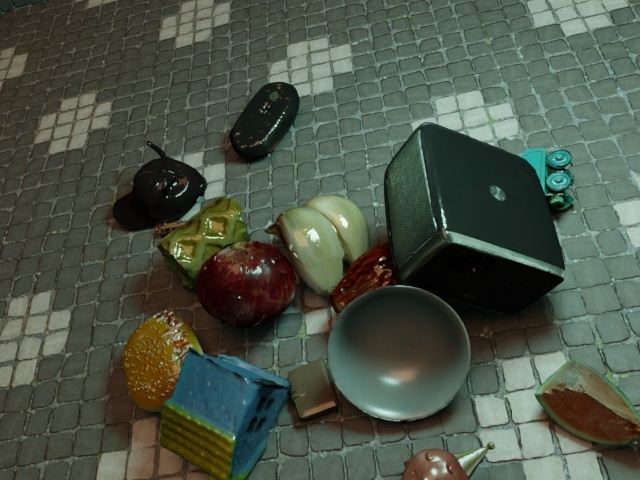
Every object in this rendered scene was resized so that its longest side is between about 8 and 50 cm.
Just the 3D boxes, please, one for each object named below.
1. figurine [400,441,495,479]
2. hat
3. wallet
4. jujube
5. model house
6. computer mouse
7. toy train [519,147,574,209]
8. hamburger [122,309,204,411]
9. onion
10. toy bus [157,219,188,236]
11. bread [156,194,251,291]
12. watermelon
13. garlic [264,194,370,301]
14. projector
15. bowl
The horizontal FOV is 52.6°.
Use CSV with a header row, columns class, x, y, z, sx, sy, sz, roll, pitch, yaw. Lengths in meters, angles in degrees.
class,x,y,z,sx,sy,sz,roll,pitch,yaw
figurine,0.227,0.571,1.430,0.386,0.166,0.207,-35,10,-16
hat,-0.569,-0.189,2.167,0.336,0.209,0.238,-15,50,4
wallet,-0.023,0.391,1.693,0.117,0.039,0.153,-18,48,0
jujube,0.162,0.117,1.743,0.290,0.197,0.197,-36,52,1
model house,-0.249,0.444,1.617,0.237,0.215,0.303,19,78,26
computer mouse,-0.190,-0.420,2.288,0.182,0.116,0.323,25,72,27
toy train,0.643,-0.172,1.867,0.162,0.112,0.203,-1,52,22
hamburger,-0.434,0.335,1.784,0.227,0.151,0.295,-32,52,-4
onion,-0.208,0.125,1.808,0.276,0.276,0.276,-8,53,11
toy bus,-0.486,-0.039,2.149,0.110,0.031,0.043,-10,59,8
bread,-0.344,0.011,1.952,0.252,0.239,0.196,-38,55,-24
watermelon,0.631,0.368,1.492,0.231,0.128,0.146,35,41,19
garlic,0.000,0.000,1.890,0.313,0.286,0.250,47,121,42
projector,0.380,-0.053,1.667,0.395,0.242,0.405,15,49,-21
bowl,0.194,0.259,1.618,0.345,0.346,0.157,-10,9,9
